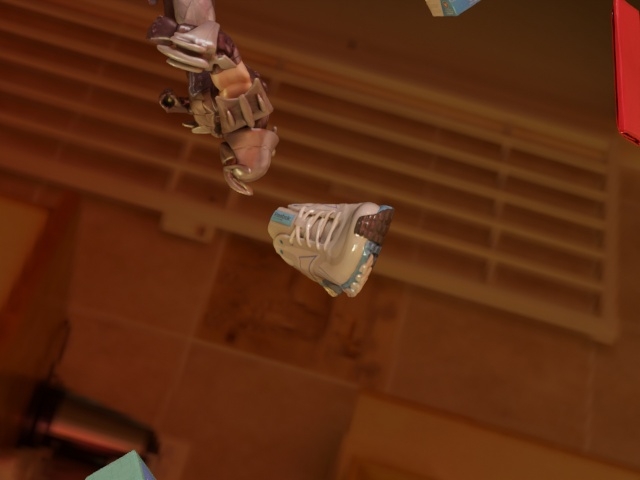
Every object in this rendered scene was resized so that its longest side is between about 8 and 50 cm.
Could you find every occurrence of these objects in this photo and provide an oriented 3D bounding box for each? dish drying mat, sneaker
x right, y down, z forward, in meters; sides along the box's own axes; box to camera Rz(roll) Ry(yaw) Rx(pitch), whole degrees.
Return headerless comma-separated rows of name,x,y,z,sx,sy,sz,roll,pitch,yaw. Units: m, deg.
dish drying mat,0.180,-0.099,0.857,0.032,0.008,0.083,17,68,-51
sneaker,0.000,0.000,1.150,0.071,0.083,0.190,-64,-173,-14

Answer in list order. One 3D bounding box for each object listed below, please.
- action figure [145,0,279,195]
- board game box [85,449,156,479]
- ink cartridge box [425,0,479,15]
action figure,-0.101,-0.163,1.190,0.185,0.099,0.285,115,-43,-69
board game box,-0.091,0.274,1.060,0.210,0.047,0.160,59,-1,-26
ink cartridge box,0.094,-0.227,1.203,0.028,0.083,0.048,-34,-162,-13
